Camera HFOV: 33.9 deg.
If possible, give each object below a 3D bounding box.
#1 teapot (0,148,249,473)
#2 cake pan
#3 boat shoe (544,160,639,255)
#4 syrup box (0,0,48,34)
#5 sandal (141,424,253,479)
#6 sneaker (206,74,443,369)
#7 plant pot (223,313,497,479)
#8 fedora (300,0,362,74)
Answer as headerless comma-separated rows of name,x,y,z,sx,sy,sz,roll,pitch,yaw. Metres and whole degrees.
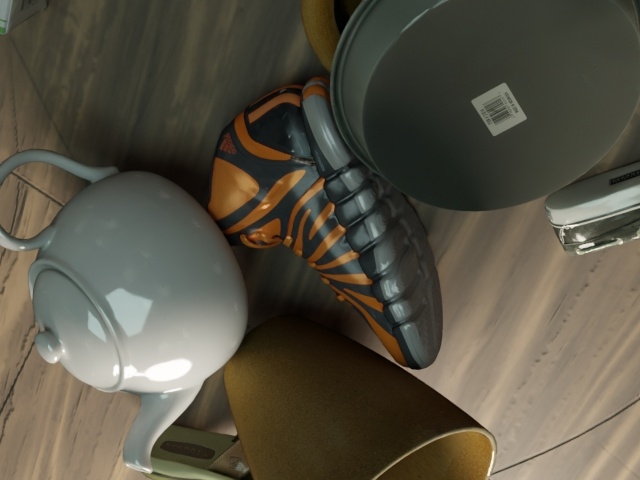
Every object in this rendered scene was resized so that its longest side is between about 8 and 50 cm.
teapot,-0.212,0.058,1.074,0.256,0.187,0.252,36,139,28
cake pan,0.156,-0.136,0.938,0.293,0.054,0.293,-5,134,-5
boat shoe,0.329,-0.039,1.006,0.219,0.078,0.070,-15,113,29
syrup box,-0.386,-0.298,1.022,0.237,0.093,0.096,22,121,1
sandal,-0.080,0.245,1.233,0.302,0.120,0.086,5,105,11
sneaker,0.000,0.000,1.089,0.180,0.124,0.321,-19,101,26
plant pot,0.011,0.202,1.102,0.254,0.237,0.237,44,129,36
fedora,0.077,-0.217,0.963,0.194,0.079,0.194,3,126,4
